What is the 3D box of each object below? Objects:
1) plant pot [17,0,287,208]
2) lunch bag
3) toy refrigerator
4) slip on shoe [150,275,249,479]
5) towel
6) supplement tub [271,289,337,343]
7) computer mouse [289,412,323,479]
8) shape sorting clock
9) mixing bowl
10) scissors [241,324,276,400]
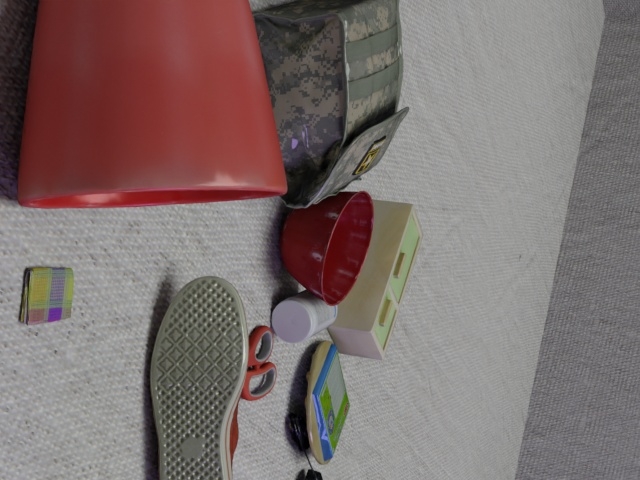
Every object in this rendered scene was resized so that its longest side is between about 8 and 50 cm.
[{"bbox_3d":[-0.173,-0.159,1.192,0.275,0.275,0.243,-1,87,-68],"label":"plant pot"},{"bbox_3d":[0.020,-0.201,1.718,0.235,0.169,0.287,-35,126,-59],"label":"lunch bag"},{"bbox_3d":[0.103,0.067,2.104,0.102,0.094,0.269,67,37,-51],"label":"toy refrigerator"},{"bbox_3d":[-0.152,0.204,1.523,0.101,0.123,0.331,-80,173,-79],"label":"slip on shoe"},{"bbox_3d":[-0.288,0.057,1.263,0.083,0.009,0.060,-2,98,-68],"label":"towel"},{"bbox_3d":[-0.023,0.114,1.843,0.107,0.071,0.071,-20,115,-66],"label":"supplement tub"},{"bbox_3d":[-0.027,0.383,1.966,0.071,0.041,0.242,-74,154,-61],"label":"computer mouse"},{"bbox_3d":[0.006,0.270,1.991,0.206,0.040,0.206,-4,90,-73],"label":"shape sorting clock"},{"bbox_3d":[0.000,0.000,1.811,0.181,0.098,0.181,-52,151,-45],"label":"mixing bowl"},{"bbox_3d":[-0.129,0.193,1.673,0.297,0.021,0.109,-17,112,-66],"label":"scissors"}]
